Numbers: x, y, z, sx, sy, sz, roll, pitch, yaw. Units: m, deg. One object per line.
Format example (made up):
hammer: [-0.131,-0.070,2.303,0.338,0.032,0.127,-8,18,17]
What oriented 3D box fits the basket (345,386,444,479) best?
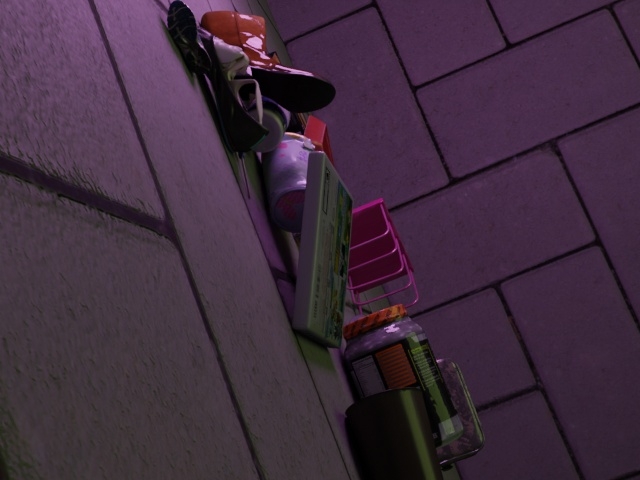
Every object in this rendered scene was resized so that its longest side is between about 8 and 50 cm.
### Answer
basket: [0.150,0.412,1.566,0.204,0.154,0.226,75,0,-67]

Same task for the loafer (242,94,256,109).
loafer: [-0.174,-0.399,1.934,0.094,0.087,0.251,59,11,-53]

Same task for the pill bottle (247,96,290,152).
pill bottle: [-0.116,-0.260,1.807,0.169,0.094,0.094,-77,145,-64]

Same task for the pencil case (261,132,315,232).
pencil case: [-0.058,-0.128,1.794,0.273,0.124,0.113,-101,180,-56]

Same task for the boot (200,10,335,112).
boot: [-0.116,-0.391,1.810,0.280,0.264,0.096,-105,-161,-46]

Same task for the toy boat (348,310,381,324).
toy boat: [0.168,0.328,2.101,0.267,0.148,0.318,40,35,-65]

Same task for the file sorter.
file sorter: [0.155,0.067,2.503,0.182,0.202,0.290,-101,166,-55]

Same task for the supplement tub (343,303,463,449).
supplement tub: [0.172,0.313,1.851,0.193,0.194,0.316,35,34,-78]

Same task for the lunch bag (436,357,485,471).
lunch bag: [0.331,0.514,2.460,0.256,0.213,0.305,95,-23,-68]

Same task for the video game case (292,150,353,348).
video game case: [0.010,0.030,1.629,0.300,0.036,0.329,47,46,-71]

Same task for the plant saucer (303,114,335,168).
plant saucer: [0.008,-0.192,2.279,0.259,0.048,0.258,-83,162,-68]

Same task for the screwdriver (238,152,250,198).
screwdriver: [-0.149,-0.146,1.609,0.025,0.024,0.169,113,-31,-58]

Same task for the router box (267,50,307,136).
router box: [-0.107,-0.381,2.432,0.243,0.081,0.308,-93,159,-71]

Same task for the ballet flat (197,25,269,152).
ballet flat: [-0.171,-0.303,1.602,0.095,0.096,0.280,15,52,-80]

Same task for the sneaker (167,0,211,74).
sneaker: [-0.241,-0.365,1.508,0.058,0.052,0.135,-122,-167,-64]

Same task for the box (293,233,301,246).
box: [-0.017,0.006,1.977,0.169,0.054,0.059,58,11,-52]
